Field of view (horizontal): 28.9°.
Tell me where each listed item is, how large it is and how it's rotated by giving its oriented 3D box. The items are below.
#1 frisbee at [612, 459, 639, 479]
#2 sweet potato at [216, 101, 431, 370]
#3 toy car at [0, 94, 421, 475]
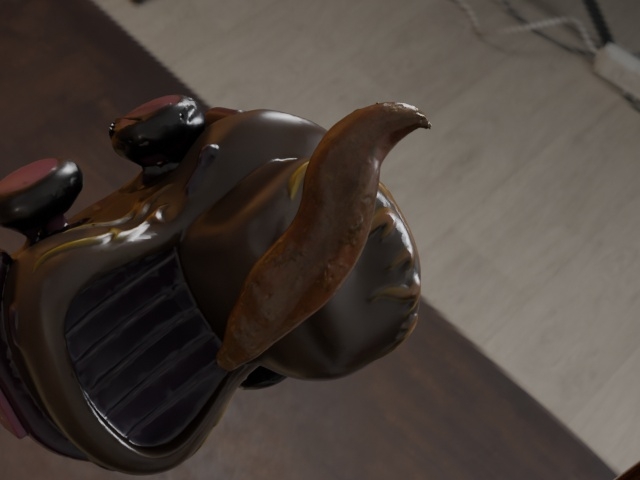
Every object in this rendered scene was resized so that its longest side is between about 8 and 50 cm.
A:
[{"bbox_3d":[0.148,0.201,0.748,0.021,0.251,0.251,45,56,10],"label":"frisbee"},{"bbox_3d":[-0.002,-0.001,0.776,0.055,0.058,0.202,32,98,17],"label":"sweet potato"},{"bbox_3d":[-0.089,0.043,0.960,0.341,0.271,0.240,-35,27,-22],"label":"toy car"}]
